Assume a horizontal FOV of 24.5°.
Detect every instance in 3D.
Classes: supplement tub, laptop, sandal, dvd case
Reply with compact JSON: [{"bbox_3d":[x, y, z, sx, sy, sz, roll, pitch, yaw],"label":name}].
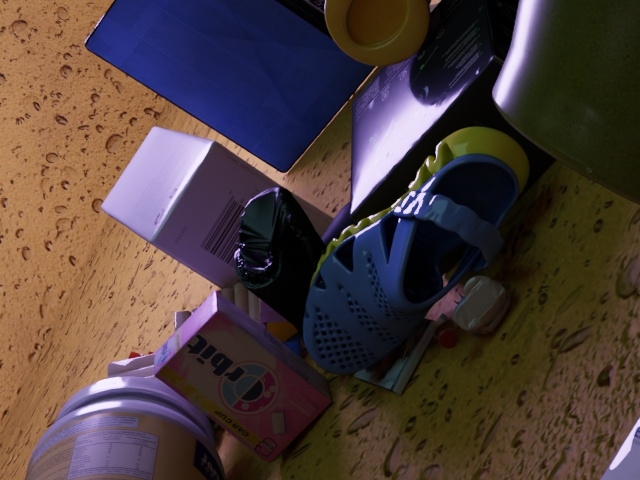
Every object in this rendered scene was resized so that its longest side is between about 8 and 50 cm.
[{"bbox_3d":[-0.231,0.334,1.691,0.241,0.241,0.331,-50,19,25],"label":"supplement tub"},{"bbox_3d":[-0.090,-0.285,2.125,0.236,0.382,0.408,-60,18,-5],"label":"laptop"},{"bbox_3d":[0.086,0.027,1.490,0.317,0.126,0.138,-52,15,28],"label":"sandal"},{"bbox_3d":[0.081,0.119,1.589,0.087,0.013,0.119,-60,18,-7],"label":"dvd case"}]

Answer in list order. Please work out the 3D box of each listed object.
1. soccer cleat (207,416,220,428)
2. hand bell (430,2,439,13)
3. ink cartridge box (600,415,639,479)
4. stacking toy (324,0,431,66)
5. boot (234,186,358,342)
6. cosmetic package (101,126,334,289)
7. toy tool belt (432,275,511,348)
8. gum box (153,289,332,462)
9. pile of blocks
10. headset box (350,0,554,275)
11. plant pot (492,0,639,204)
[{"bbox_3d":[-0.159,0.203,1.995,0.060,0.072,0.179,-34,29,52],"label":"soccer cleat"},{"bbox_3d":[0.217,-0.293,1.813,0.242,0.126,0.126,-28,32,37],"label":"hand bell"},{"bbox_3d":[0.172,0.297,0.955,0.371,0.069,0.176,-60,17,0],"label":"ink cartridge box"},{"bbox_3d":[0.062,-0.387,1.635,0.309,0.279,0.130,-53,2,33],"label":"stacking toy"},{"bbox_3d":[0.000,0.000,1.669,0.094,0.207,0.246,-7,50,30],"label":"boot"},{"bbox_3d":[-0.149,-0.031,2.113,0.161,0.230,0.453,-58,18,-3],"label":"cosmetic package"},{"bbox_3d":[0.150,0.072,1.440,0.083,0.052,0.051,-51,-16,9],"label":"toy tool belt"},{"bbox_3d":[-0.085,0.160,1.692,0.107,0.188,0.062,-46,19,12],"label":"gum box"},{"bbox_3d":[-0.120,0.129,1.882,0.362,0.149,0.113,-32,39,24],"label":"pile of blocks"},{"bbox_3d":[0.154,-0.137,1.628,0.246,0.131,0.283,-49,20,26],"label":"headset box"},{"bbox_3d":[0.304,-0.203,1.062,0.366,0.366,0.353,-105,37,-67],"label":"plant pot"}]
